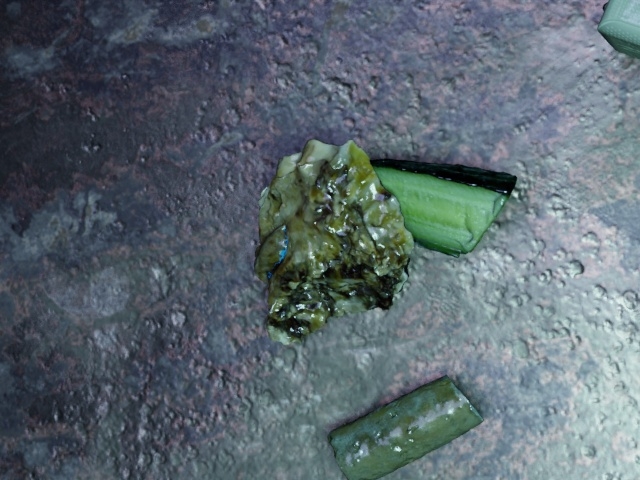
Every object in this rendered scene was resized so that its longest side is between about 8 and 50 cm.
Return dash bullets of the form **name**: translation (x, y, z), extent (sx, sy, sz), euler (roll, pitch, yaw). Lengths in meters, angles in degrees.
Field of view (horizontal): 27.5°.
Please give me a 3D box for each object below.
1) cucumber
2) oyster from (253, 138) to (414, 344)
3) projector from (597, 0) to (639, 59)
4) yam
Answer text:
- **cucumber**: translation (0.137, -0.051, 1.504), extent (0.193, 0.086, 0.115), euler (10, 135, 22)
- **oyster**: translation (0.000, 0.000, 1.515), extent (0.214, 0.083, 0.223), euler (-22, 100, 28)
- **projector**: translation (0.437, -0.254, 1.374), extent (0.242, 0.163, 0.177), euler (22, 96, 19)
- **yam**: translation (0.097, 0.218, 1.508), extent (0.179, 0.078, 0.078), euler (-31, 79, 14)
